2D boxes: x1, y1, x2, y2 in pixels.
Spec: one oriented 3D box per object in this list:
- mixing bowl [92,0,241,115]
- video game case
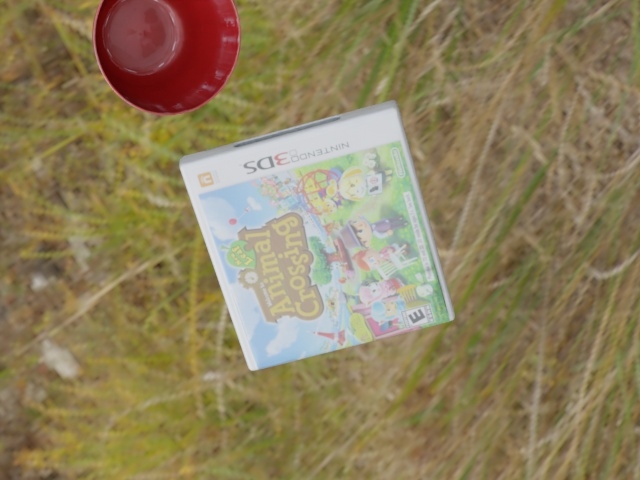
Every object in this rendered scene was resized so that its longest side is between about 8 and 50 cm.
[{"bbox_3d":[-0.195,-0.239,1.764,0.098,0.181,0.181,16,129,61],"label":"mixing bowl"},{"bbox_3d":[0.000,0.000,1.316,0.193,0.023,0.212,-15,115,6],"label":"video game case"}]
